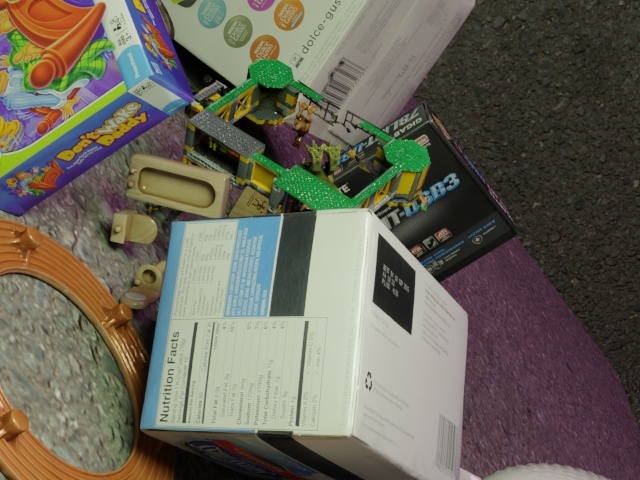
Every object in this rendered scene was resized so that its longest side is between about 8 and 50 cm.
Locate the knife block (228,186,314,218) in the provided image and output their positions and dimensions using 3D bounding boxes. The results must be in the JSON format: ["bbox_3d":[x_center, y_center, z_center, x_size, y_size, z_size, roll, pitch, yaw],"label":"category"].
[{"bbox_3d":[0.000,0.000,1.753,0.242,0.088,0.276,35,5,27],"label":"knife block"}]

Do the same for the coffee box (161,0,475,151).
[{"bbox_3d":[-0.014,-0.381,1.946,0.334,0.337,0.338,39,10,23],"label":"coffee box"}]

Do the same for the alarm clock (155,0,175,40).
[{"bbox_3d":[-0.277,-0.346,1.778,0.129,0.064,0.192,45,24,-36],"label":"alarm clock"}]

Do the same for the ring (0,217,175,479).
[{"bbox_3d":[-0.240,0.120,1.153,0.336,0.032,0.336,50,20,-25],"label":"ring"}]

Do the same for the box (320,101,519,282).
[{"bbox_3d":[0.134,-0.044,2.023,0.293,0.296,0.073,48,18,-34],"label":"box"}]

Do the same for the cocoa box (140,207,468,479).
[{"bbox_3d":[-0.001,0.134,1.292,0.347,0.228,0.231,43,49,-59],"label":"cocoa box"}]

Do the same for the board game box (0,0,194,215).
[{"bbox_3d":[-0.295,-0.233,1.250,0.078,0.233,0.347,27,35,-60],"label":"board game box"}]

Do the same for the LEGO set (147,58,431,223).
[{"bbox_3d":[-0.038,-0.063,1.560,0.331,0.192,0.255,27,45,12],"label":"LEGO set"}]

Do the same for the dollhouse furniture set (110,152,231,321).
[{"bbox_3d":[-0.170,-0.001,1.344,0.123,0.144,0.151,-47,150,-72],"label":"dollhouse furniture set"}]

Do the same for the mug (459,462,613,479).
[{"bbox_3d":[0.305,0.444,1.800,0.374,0.276,0.328,34,5,42],"label":"mug"}]
